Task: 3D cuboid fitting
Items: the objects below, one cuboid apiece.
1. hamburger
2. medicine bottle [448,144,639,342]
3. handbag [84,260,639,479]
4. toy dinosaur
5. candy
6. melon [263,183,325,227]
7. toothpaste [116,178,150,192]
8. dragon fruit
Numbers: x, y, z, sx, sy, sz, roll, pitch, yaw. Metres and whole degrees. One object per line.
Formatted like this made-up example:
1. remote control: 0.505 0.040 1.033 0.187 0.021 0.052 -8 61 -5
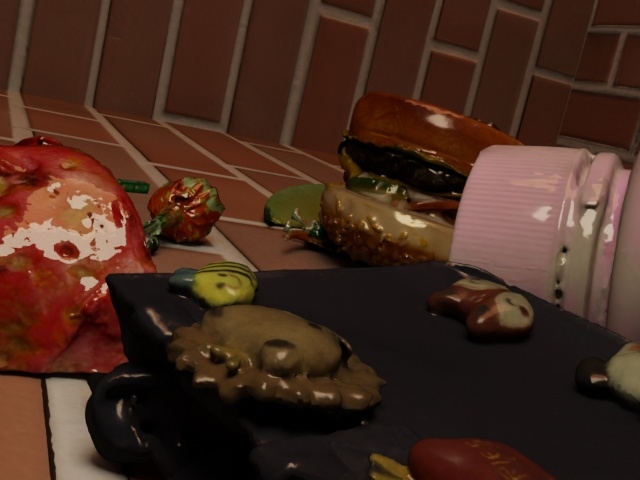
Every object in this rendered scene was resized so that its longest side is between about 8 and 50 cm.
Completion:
1. hamburger: 0.135 -0.060 1.093 0.291 0.225 0.291 19 5 -2
2. medicine bottle: 0.288 0.037 0.683 0.325 0.256 0.256 7 7 26
3. handbag: 0.058 0.097 0.459 0.329 0.121 0.303 4 14 -35
4. toy dinosaur: 0.002 -0.003 1.151 0.106 0.044 0.187 28 8 -6
5. candy: -0.182 -0.017 0.908 0.084 0.078 0.287 -15 9 13
6. melon: -0.029 -0.041 1.345 0.114 0.053 0.262 36 21 17
7. toothpaste: -0.303 -0.085 1.259 0.083 0.017 0.020 3 15 -44
8. dragon fruit: -0.250 -0.001 0.572 0.262 0.134 0.212 23 23 39
